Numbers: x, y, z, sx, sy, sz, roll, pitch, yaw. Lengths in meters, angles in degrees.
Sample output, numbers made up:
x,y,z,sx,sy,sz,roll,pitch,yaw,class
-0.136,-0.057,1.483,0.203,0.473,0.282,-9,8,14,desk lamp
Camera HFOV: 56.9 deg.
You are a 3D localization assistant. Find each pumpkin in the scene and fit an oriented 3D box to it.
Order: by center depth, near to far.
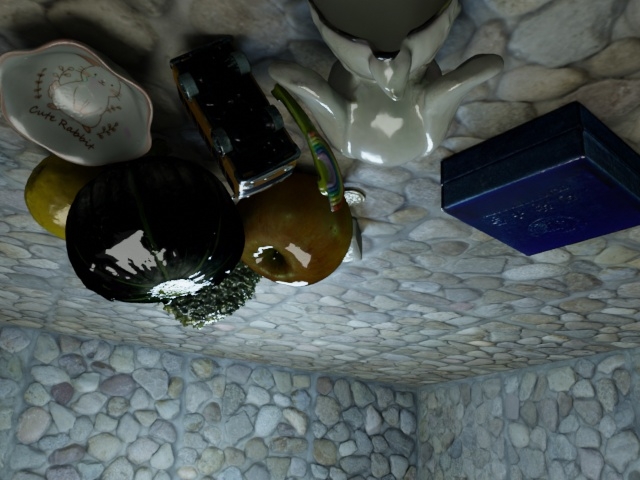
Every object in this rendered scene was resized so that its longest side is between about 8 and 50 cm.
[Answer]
x,y,z,sx,sy,sz,roll,pitch,yaw,class
-0.289,-0.037,1.004,0.295,0.296,0.296,3,157,1,pumpkin

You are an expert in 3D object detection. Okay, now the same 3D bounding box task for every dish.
x,y,z,sx,sy,sz,roll,pitch,yaw,class
-0.346,-0.213,0.862,0.229,0.081,0.230,2,142,2,dish

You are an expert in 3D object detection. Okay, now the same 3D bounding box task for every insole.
x,y,z,sx,sy,sz,roll,pitch,yaw,class
-0.017,-0.070,1.258,0.247,0.011,0.081,-12,152,32,insole

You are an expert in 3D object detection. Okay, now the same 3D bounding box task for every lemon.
x,y,z,sx,sy,sz,roll,pitch,yaw,class
-0.451,-0.078,1.110,0.169,0.170,0.207,-7,155,23,lemon

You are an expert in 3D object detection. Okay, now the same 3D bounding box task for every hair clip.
x,y,z,sx,sy,sz,roll,pitch,yaw,class
-0.010,-0.128,0.783,0.033,0.189,0.060,-28,176,19,hair clip

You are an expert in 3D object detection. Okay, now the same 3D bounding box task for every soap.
x,y,z,sx,sy,sz,roll,pitch,yaw,class
0.000,0.000,1.357,0.183,0.064,0.121,-2,154,12,soap

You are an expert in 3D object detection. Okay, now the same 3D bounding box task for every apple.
x,y,z,sx,sy,sz,roll,pitch,yaw,class
-0.051,-0.027,1.151,0.236,0.208,0.237,14,139,13,apple

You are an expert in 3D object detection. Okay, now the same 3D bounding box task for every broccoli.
x,y,z,sx,sy,sz,roll,pitch,yaw,class
-0.295,0.074,1.341,0.374,0.249,0.302,-3,154,1,broccoli

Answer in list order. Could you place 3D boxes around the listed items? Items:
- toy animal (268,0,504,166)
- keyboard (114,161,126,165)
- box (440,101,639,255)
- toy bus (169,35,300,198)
x,y,z,sx,sy,sz,roll,pitch,yaw,class
0.089,-0.204,0.711,0.248,0.174,0.289,-9,153,29,toy animal
-0.349,-0.157,1.082,0.103,0.041,0.381,0,151,10,keyboard
0.397,-0.088,1.029,0.278,0.116,0.261,23,151,-35,box
-0.116,-0.158,0.802,0.098,0.201,0.114,-28,166,-15,toy bus
